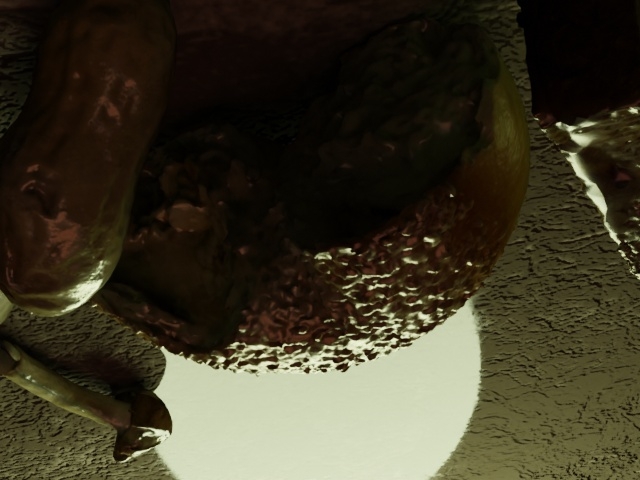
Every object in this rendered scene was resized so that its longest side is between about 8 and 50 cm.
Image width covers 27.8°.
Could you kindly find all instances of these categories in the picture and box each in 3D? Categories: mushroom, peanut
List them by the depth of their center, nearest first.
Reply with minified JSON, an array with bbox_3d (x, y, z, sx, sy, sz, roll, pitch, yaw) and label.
[{"bbox_3d":[-0.138,-0.053,0.744,0.099,0.099,0.214,21,99,-37],"label":"peanut"},{"bbox_3d":[-0.200,0.134,1.081,0.060,0.061,0.187,-29,138,32],"label":"mushroom"}]

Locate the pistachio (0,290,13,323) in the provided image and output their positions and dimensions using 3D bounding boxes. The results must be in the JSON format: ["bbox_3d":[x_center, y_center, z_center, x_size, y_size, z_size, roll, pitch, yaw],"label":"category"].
[{"bbox_3d":[-0.262,-0.003,0.802,0.138,0.153,0.238,-11,173,16],"label":"pistachio"}]

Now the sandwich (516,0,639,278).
[{"bbox_3d":[0.181,-0.091,0.753,0.065,0.186,0.214,-12,144,26],"label":"sandwich"}]

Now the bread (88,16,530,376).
[{"bbox_3d":[-0.002,0.003,0.850,0.314,0.171,0.192,-19,140,13],"label":"bread"}]
